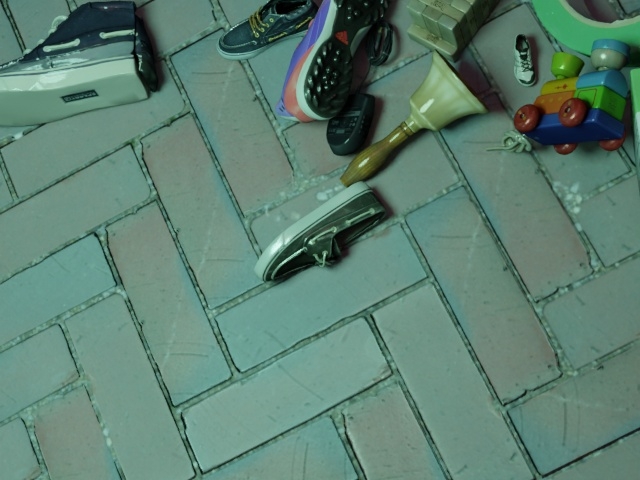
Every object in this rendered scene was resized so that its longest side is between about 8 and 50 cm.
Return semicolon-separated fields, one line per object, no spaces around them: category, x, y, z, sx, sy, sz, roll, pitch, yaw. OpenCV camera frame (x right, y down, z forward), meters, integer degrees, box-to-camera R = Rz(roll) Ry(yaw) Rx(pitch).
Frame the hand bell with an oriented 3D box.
hand bell;0.126;-0.163;1.733;0.242;0.126;0.126;-41;69;12

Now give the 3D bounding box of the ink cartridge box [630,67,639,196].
ink cartridge box;0.496;-0.077;1.550;0.117;0.201;0.278;-7;73;13

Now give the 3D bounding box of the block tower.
block tower;0.263;-0.445;1.771;0.091;0.097;0.335;34;86;21

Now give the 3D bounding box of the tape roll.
tape roll;0.455;-0.415;1.645;0.321;0.077;0.321;-8;78;42

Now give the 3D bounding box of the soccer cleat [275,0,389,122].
soccer cleat;0.017;-0.328;1.797;0.116;0.109;0.318;-5;59;52

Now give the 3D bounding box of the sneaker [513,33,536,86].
sneaker;0.309;-0.277;1.741;0.032;0.037;0.083;-12;73;8

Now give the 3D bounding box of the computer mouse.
computer mouse;0.071;-0.238;1.792;0.071;0.041;0.242;5;69;45

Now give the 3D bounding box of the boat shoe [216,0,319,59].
boat shoe;-0.090;-0.353;1.835;0.183;0.083;0.065;-19;71;8

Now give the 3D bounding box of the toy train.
toy train;0.336;-0.206;1.640;0.248;0.105;0.143;0;70;56

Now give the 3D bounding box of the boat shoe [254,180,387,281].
boat shoe;0.000;0.000;1.716;0.219;0.078;0.070;-38;68;-1

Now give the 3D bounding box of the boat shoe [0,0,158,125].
boat shoe;-0.438;-0.297;1.895;0.341;0.127;0.158;-8;66;3
